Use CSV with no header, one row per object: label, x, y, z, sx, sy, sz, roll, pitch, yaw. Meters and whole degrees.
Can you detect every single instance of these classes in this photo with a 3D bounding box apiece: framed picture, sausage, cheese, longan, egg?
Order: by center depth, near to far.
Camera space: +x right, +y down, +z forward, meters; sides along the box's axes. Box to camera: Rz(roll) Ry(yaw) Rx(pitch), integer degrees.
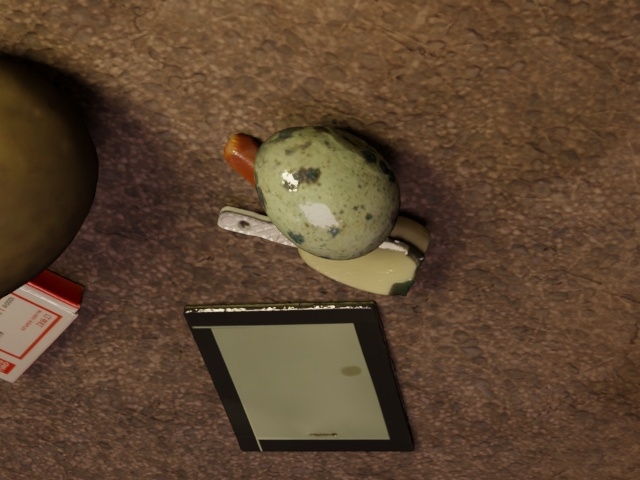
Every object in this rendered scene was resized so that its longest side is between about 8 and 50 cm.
longan,-0.394,-0.067,1.693,0.300,0.243,0.300,-4,111,-10
egg,0.005,-0.057,1.717,0.181,0.141,0.141,32,135,-22
sausage,-0.061,-0.077,1.785,0.041,0.039,0.131,-19,132,40
cheese,0.000,0.000,1.856,0.251,0.054,0.127,14,141,-5
framed picture,-0.023,0.195,2.125,0.265,0.016,0.347,-3,139,14

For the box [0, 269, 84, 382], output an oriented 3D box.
box,-0.415,0.103,2.060,0.123,0.050,0.229,27,137,-22
